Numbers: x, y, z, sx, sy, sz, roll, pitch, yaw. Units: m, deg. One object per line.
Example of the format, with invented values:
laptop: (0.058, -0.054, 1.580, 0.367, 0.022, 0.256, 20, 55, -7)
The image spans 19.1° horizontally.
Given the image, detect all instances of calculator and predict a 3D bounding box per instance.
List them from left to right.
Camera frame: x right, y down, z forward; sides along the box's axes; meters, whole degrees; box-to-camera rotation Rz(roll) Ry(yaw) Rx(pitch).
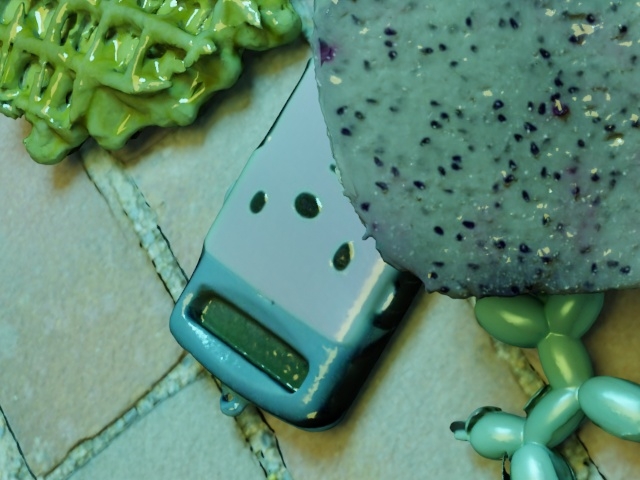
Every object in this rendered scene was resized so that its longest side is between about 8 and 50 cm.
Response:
calculator: (0.000, 0.000, 1.377, 0.173, 0.051, 0.293, 34, 98, 30)

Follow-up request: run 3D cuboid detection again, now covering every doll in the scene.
doll: (0.155, 0.093, 1.260, 0.158, 0.059, 0.159, 45, 106, 29)

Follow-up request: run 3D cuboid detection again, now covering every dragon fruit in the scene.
dragon fruit: (0.146, -0.090, 1.229, 0.282, 0.204, 0.221, 2, 106, 14)

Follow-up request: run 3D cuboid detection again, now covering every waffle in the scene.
waffle: (-0.155, -0.220, 1.499, 0.317, 0.073, 0.297, -23, 69, 26)
